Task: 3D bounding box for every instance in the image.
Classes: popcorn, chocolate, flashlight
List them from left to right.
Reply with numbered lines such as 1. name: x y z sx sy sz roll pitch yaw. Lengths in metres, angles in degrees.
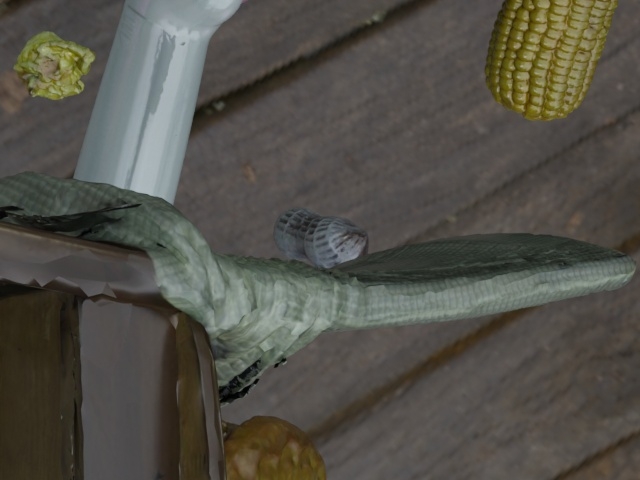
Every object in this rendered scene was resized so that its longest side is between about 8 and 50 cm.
1. popcorn: -0.260 -0.173 1.406 0.059 0.083 0.068 -3 79 -61
2. flashlight: -0.075 -0.073 0.674 0.047 0.093 0.200 6 110 -31
3. chocolate: 0.000 0.000 1.766 0.072 0.167 0.072 -9 106 -32

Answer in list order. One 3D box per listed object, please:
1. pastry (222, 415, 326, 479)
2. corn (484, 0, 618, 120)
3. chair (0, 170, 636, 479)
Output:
1. pastry: -0.088 0.226 0.936 0.240 0.132 0.235 72 35 -46
2. corn: 0.167 -0.187 0.969 0.080 0.080 0.231 -5 126 -24
3. chair: -0.066 0.073 0.371 0.319 0.160 0.186 9 75 -43
